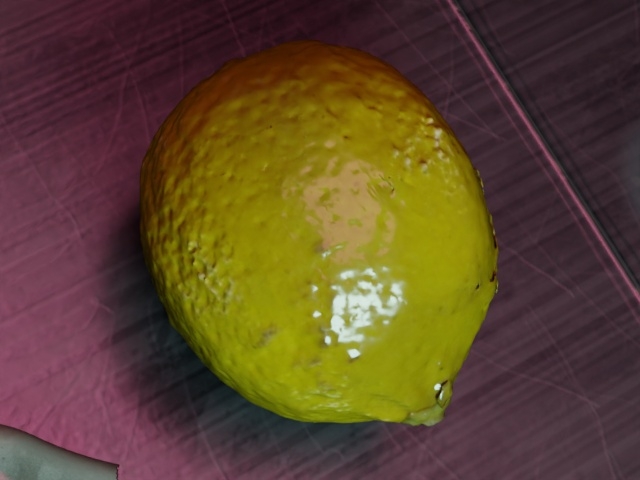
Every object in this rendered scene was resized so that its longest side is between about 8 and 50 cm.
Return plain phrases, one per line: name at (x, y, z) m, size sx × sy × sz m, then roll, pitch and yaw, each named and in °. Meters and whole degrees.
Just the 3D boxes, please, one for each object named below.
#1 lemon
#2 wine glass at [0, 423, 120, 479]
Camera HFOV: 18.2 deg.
lemon at (0.000, 0.000, 1.440) m, size 0.253 × 0.253 × 0.310 m, roll -24°, pitch 78°, yaw -23°
wine glass at (-0.244, 0.170, 1.393) m, size 0.202 × 0.093 × 0.093 m, roll 17°, pitch 67°, yaw -11°
